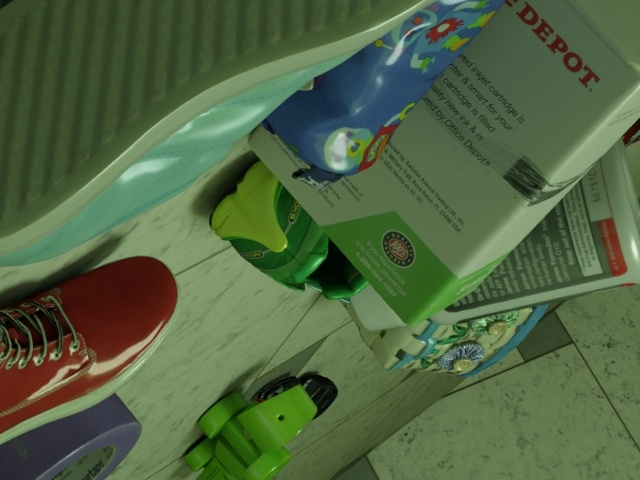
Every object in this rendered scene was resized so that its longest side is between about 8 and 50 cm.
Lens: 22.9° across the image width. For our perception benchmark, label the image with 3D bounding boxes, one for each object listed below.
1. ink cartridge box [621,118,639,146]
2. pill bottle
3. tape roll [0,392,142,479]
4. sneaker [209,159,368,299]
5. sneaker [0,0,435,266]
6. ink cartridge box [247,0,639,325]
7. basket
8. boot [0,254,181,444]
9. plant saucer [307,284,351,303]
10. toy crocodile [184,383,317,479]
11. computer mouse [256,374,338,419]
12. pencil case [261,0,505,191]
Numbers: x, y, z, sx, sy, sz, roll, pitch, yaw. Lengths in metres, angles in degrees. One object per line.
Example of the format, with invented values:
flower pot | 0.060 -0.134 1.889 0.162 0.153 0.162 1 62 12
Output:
ink cartridge box | 0.368 -0.232 1.661 0.309 0.130 0.272 -24 158 -51
pill bottle | 0.168 -0.008 1.552 0.283 0.161 0.161 -13 173 14
tape roll | -0.253 0.191 1.382 0.189 0.080 0.189 -39 168 -10
sneaker | 0.000 0.000 1.377 0.109 0.123 0.295 -45 167 17
sneaker | -0.066 -0.111 0.847 0.366 0.135 0.150 -30 174 -7
ink cartridge box | 0.105 -0.103 1.166 0.273 0.198 0.115 -49 165 33
basket | 0.181 0.041 1.864 0.289 0.201 0.255 -15 152 -41
boot | -0.200 0.066 1.114 0.244 0.088 0.176 -32 164 -21
plant saucer | 0.066 -0.006 1.720 0.067 0.018 0.192 24 122 -32
toy crocodile | -0.093 0.271 2.034 0.105 0.115 0.340 -35 166 -28
computer mouse | -0.038 0.211 2.191 0.071 0.041 0.242 -51 159 6
pencil case | 0.058 -0.172 0.986 0.133 0.119 0.306 -12 150 -48
